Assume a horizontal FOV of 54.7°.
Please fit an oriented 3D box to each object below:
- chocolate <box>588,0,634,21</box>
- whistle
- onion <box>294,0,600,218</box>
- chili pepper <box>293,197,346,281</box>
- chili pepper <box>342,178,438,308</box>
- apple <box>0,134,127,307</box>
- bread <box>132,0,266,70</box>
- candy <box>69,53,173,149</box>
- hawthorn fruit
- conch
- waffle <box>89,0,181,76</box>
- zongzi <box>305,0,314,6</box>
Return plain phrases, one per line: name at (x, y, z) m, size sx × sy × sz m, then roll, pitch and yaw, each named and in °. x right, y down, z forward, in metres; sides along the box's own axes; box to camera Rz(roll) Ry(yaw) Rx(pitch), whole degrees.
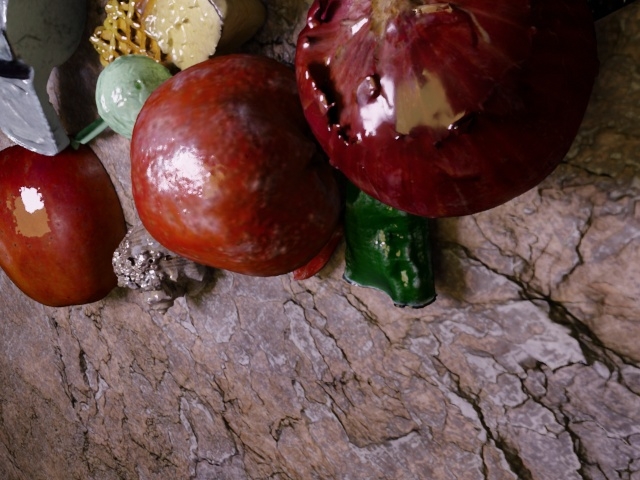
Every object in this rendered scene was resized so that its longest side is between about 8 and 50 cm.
chocolate at (0.235, -0.269, 0.549) m, size 0.072 × 0.070 × 0.147 m, roll -30°, pitch 98°, yaw 41°
whistle at (-0.513, -0.318, 1.015) m, size 0.168 × 0.188 × 0.405 m, roll 20°, pitch 118°, yaw 12°
onion at (0.113, -0.159, 0.584) m, size 0.276 × 0.276 × 0.276 m, roll 20°, pitch 126°, yaw 30°
chili pepper at (0.001, 0.000, 0.907) m, size 0.191 × 0.059 × 0.050 m, roll -57°, pitch 38°, yaw 40°
chili pepper at (0.083, -0.052, 0.781) m, size 0.136 × 0.099 × 0.271 m, roll 33°, pitch 139°, yaw 46°
apple at (-0.561, -0.038, 1.312) m, size 0.329 × 0.295 × 0.365 m, roll -131°, pitch 28°, yaw -67°
bread at (-0.188, -0.360, 0.801) m, size 0.266 × 0.141 × 0.178 m, roll 52°, pitch 166°, yaw -3°
candy at (-0.348, -0.200, 1.010) m, size 0.439 × 0.119 × 0.119 m, roll -2°, pitch 113°, yaw 55°
hawthorn fruit at (-0.104, -0.095, 0.803) m, size 0.284 × 0.284 × 0.284 m, roll 20°, pitch 126°, yaw 30°
conch at (-0.289, 0.021, 1.130) m, size 0.178 × 0.163 × 0.245 m, roll -1°, pitch 98°, yaw 6°
waffle at (-0.266, -0.266, 0.978) m, size 0.254 × 0.052 × 0.245 m, roll -13°, pitch 107°, yaw 45°
zongzi at (-0.081, -0.441, 0.682) m, size 0.447 × 0.181 × 0.418 m, roll 51°, pitch 169°, yaw 31°
